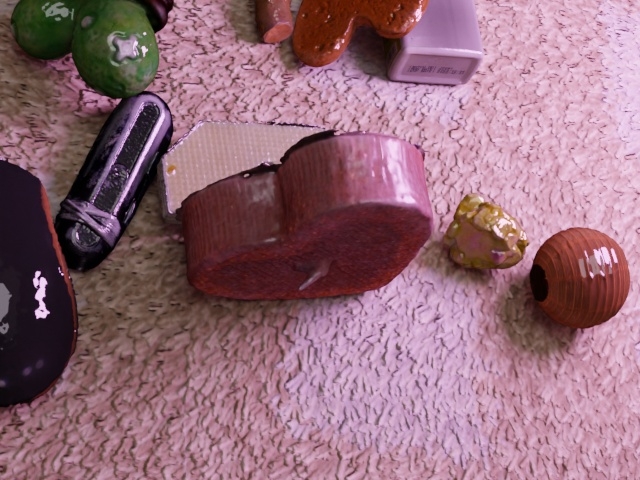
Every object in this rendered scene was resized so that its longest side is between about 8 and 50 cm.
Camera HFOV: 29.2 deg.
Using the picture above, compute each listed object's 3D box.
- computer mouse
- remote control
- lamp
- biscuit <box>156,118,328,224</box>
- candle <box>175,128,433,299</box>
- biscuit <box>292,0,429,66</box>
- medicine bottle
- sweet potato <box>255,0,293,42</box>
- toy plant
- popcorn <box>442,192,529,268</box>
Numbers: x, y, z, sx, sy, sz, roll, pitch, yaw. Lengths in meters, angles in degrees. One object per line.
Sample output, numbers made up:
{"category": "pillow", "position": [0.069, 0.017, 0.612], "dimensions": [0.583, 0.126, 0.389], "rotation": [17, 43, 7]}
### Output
{"category": "computer mouse", "position": [-0.384, 0.034, 1.419], "dimensions": [0.183, 0.116, 0.323], "rotation": [-10, 67, -26]}
{"category": "remote control", "position": [-0.258, -0.082, 1.545], "dimensions": [0.090, 0.066, 0.265], "rotation": [24, 59, -4]}
{"category": "lamp", "position": [0.347, 0.049, 1.639], "dimensions": [0.136, 0.136, 0.136], "rotation": [8, 62, -15]}
{"category": "biscuit", "position": [-0.094, -0.085, 1.600], "dimensions": [0.250, 0.046, 0.147], "rotation": [0, 64, -26]}
{"category": "candle", "position": [0.000, 0.000, 1.502], "dimensions": [0.317, 0.287, 0.131], "rotation": [-18, 66, 21]}
{"category": "biscuit", "position": [0.059, -0.322, 1.733], "dimensions": [0.192, 0.036, 0.186], "rotation": [6, 66, 27]}
{"category": "medicine bottle", "position": [0.157, -0.329, 1.796], "dimensions": [0.132, 0.088, 0.188], "rotation": [2, 63, -14]}
{"category": "sweet potato", "position": [-0.096, -0.415, 1.775], "dimensions": [0.067, 0.059, 0.281], "rotation": [-8, 68, -32]}
{"category": "toy plant", "position": [-0.282, -0.303, 1.592], "dimensions": [0.218, 0.175, 0.235], "rotation": [17, 74, 22]}
{"category": "popcorn", "position": [0.227, -0.008, 1.649], "dimensions": [0.109, 0.097, 0.089], "rotation": [25, 55, 6]}
